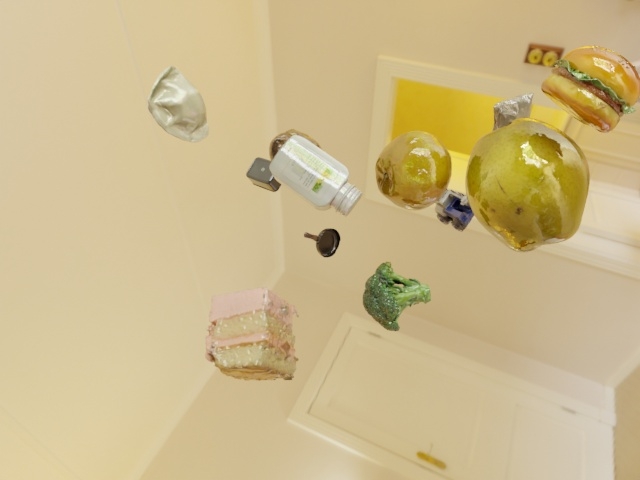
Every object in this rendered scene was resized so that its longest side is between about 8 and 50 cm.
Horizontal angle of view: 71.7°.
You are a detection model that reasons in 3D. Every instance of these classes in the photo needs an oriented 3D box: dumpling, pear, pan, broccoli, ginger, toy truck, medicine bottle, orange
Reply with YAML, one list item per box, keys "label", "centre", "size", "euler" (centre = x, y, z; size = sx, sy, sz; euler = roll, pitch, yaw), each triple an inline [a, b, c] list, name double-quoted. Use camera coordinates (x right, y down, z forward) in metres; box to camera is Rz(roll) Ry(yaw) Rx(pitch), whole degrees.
- label: "dumpling"
  centre: [-0.467, -0.427, 1.451]
  size: [0.179, 0.131, 0.252]
  euler: [-57, -41, -36]
- label: "pear"
  centre: [0.652, -0.175, 1.408]
  size: [0.362, 0.362, 0.418]
  euler: [-8, -100, -71]
- label: "pan"
  centre: [-0.003, -0.001, 1.639]
  size: [0.212, 0.040, 0.115]
  euler: [18, -93, -51]
- label: "broccoli"
  centre: [0.295, 0.227, 1.713]
  size: [0.269, 0.269, 0.254]
  euler: [82, -179, -55]
- label: "ginger"
  centre: [-0.120, -0.408, 2.067]
  size: [0.200, 0.269, 0.223]
  euler: [-67, 21, 6]
- label: "toy truck"
  centre: [0.603, -0.156, 1.987]
  size: [0.177, 0.213, 0.161]
  euler: [36, -88, -38]
- label: "medicine bottle"
  centre: [-0.009, -0.218, 1.574]
  size: [0.179, 0.324, 0.124]
  euler: [-54, -8, -7]
- label: "orange"
  centre: [0.319, -0.241, 1.544]
  size: [0.279, 0.235, 0.279]
  euler: [179, 90, -70]

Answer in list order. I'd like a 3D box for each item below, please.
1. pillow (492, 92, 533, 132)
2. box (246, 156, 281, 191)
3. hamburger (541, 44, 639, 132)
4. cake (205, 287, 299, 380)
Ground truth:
- label: "pillow"
  centre: [0.706, -0.408, 1.666]
  size: [0.067, 0.173, 0.270]
  euler: [-123, 25, -60]
- label: "box"
  centre: [-0.297, -0.363, 2.409]
  size: [0.144, 0.201, 0.090]
  euler: [-60, -32, -10]
- label: "hamburger"
  centre: [0.722, -0.408, 1.162]
  size: [0.170, 0.246, 0.246]
  euler: [-54, -10, 22]
- label: "cake"
  centre: [-0.267, 0.371, 1.713]
  size: [0.314, 0.293, 0.307]
  euler: [58, -152, -60]
